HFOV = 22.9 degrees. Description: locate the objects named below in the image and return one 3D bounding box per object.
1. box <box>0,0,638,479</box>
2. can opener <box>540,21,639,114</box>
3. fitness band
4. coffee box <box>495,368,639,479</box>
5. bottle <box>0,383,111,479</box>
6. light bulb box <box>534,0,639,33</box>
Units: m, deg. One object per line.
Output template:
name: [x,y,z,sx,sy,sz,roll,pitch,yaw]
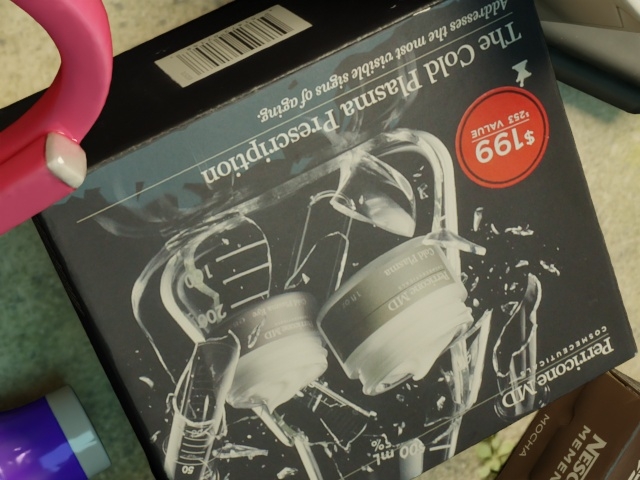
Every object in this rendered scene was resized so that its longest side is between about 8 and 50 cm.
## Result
box: [0.000,0.000,1.087,0.343,0.179,0.312,-27,118,-11]
can opener: [0.246,-0.150,1.208,0.283,0.076,0.095,20,68,-26]
fitness band: [-0.241,-0.064,0.786,0.291,0.054,0.209,-27,137,21]
coffee box: [0.302,0.236,1.328,0.297,0.119,0.168,28,97,-28]
bottle: [-0.284,0.193,1.089,0.283,0.092,0.118,-28,120,-11]
light bulb box: [0.178,-0.377,0.960,0.361,0.225,0.358,-45,106,-1]
